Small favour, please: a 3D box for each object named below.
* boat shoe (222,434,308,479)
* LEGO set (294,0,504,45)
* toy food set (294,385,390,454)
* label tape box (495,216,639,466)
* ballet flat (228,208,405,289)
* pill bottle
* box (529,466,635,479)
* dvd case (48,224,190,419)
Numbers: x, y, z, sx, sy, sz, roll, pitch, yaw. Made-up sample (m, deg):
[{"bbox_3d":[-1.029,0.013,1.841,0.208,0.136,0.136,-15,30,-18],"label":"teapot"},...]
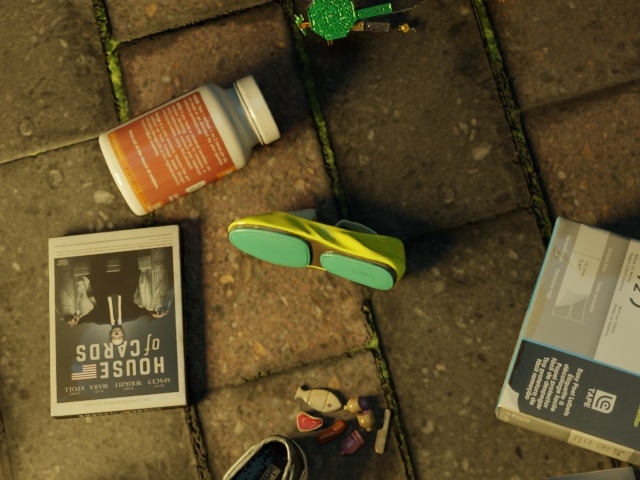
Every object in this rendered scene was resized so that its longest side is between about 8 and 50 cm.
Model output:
[{"bbox_3d":[-0.118,0.364,1.679,0.108,0.102,0.301,35,81,14],"label":"boat shoe"},{"bbox_3d":[0.101,-0.402,1.863,0.331,0.192,0.255,-21,102,3],"label":"LEGO set"},{"bbox_3d":[0.023,0.227,1.744,0.122,0.019,0.078,9,75,9],"label":"toy food set"},{"bbox_3d":[0.412,0.144,1.675,0.347,0.115,0.249,17,76,13],"label":"label tape box"},{"bbox_3d":[0.000,0.000,1.792,0.231,0.077,0.077,15,55,8],"label":"ballet flat"},{"bbox_3d":[-0.167,-0.129,1.814,0.216,0.121,0.121,-25,73,-1],"label":"pill bottle"},{"bbox_3d":[0.252,0.383,1.557,0.322,0.058,0.232,-1,70,-35],"label":"box"},{"bbox_3d":[-0.262,0.104,1.808,0.179,0.029,0.239,-6,73,5],"label":"dvd case"}]
